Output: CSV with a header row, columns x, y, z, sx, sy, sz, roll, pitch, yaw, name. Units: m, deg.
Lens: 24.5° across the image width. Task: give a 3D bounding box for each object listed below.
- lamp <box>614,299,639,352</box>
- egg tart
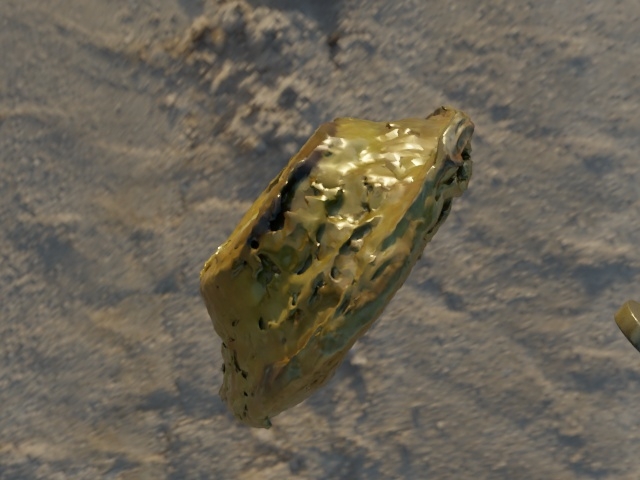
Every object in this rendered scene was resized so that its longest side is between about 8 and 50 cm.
x,y,z,sx,sy,sz,roll,pitch,yaw,name
0.304,0.002,1.016,0.121,0.121,0.214,38,109,-8,lamp
-0.001,0.001,1.236,0.129,0.341,0.341,38,66,-4,egg tart
